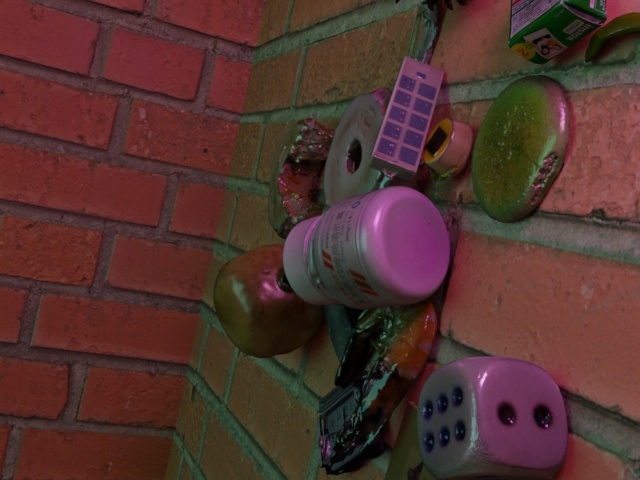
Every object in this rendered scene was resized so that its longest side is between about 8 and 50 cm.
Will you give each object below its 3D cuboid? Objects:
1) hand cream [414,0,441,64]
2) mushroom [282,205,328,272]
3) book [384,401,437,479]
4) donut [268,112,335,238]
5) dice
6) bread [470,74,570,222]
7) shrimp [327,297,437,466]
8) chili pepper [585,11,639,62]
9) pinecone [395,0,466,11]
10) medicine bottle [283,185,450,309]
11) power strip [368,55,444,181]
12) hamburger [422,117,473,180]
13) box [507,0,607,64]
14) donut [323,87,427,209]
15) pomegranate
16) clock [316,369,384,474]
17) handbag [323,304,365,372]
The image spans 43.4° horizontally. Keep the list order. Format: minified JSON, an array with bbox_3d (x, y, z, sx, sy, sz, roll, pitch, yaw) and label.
[{"bbox_3d":[0.256,-0.500,2.010,0.084,0.050,0.256,-129,47,-65],"label":"hand cream"},{"bbox_3d":[0.002,0.001,2.208,0.278,0.096,0.099,-50,26,-13],"label":"mushroom"},{"bbox_3d":[0.230,0.494,1.610,0.352,0.035,0.239,-152,77,-68],"label":"book"},{"bbox_3d":[-0.057,-0.178,2.474,0.307,0.150,0.370,167,112,-67],"label":"donut"},{"bbox_3d":[0.286,0.309,1.356,0.193,0.192,0.194,142,136,-57],"label":"dice"},{"bbox_3d":[0.377,-0.185,1.572,0.301,0.045,0.301,-168,90,-69],"label":"bread"},{"bbox_3d":[0.108,0.298,1.810,0.272,0.085,0.444,18,80,58],"label":"shrimp"},{"bbox_3d":[0.506,-0.347,1.339,0.052,0.050,0.202,-45,14,-16],"label":"chili pepper"},{"bbox_3d":[0.268,-0.627,1.791,0.264,0.264,0.264,-169,90,-68],"label":"pinecone"},{"bbox_3d":[0.093,0.027,1.787,0.325,0.256,0.256,-11,68,48],"label":"medicine bottle"},{"bbox_3d":[0.200,-0.289,1.838,0.043,0.106,0.367,115,175,-55],"label":"power strip"},{"bbox_3d":[0.281,-0.196,1.759,0.141,0.082,0.126,-64,20,1],"label":"hamburger"},{"bbox_3d":[0.431,-0.467,1.471,0.180,0.103,0.250,-31,47,61],"label":"box"},{"bbox_3d":[0.139,-0.193,2.015,0.383,0.143,0.382,-169,90,-67],"label":"donut"},{"bbox_3d":[-0.148,0.172,2.319,0.332,0.333,0.332,-169,90,-68],"label":"pomegranate"},{"bbox_3d":[0.073,0.445,1.947,0.253,0.083,0.186,130,145,-49],"label":"clock"},{"bbox_3d":[0.052,0.179,2.098,0.191,0.075,0.332,95,163,-44],"label":"handbag"}]
